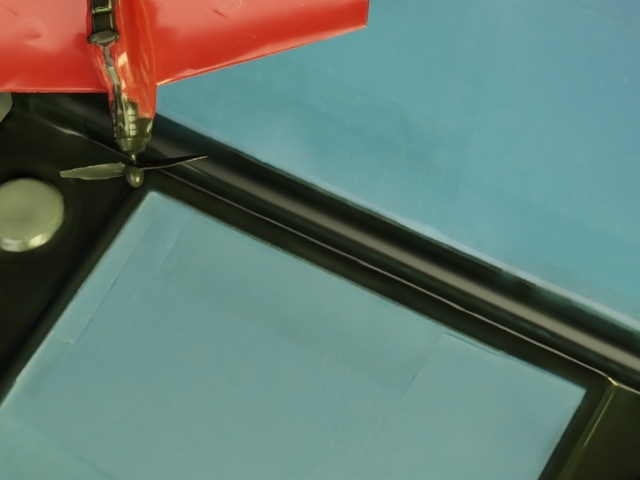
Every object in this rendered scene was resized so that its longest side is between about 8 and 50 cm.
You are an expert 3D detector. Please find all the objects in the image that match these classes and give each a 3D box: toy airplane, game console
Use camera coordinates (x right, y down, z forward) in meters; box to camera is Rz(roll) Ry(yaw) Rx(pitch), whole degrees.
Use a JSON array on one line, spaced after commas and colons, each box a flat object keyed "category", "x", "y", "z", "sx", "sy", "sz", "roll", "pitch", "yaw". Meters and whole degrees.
[{"category": "toy airplane", "x": -0.060, "y": -0.091, "z": 0.587, "sx": 0.151, "sy": 0.028, "sz": 0.151, "roll": -1, "pitch": 87, "yaw": 16}, {"category": "game console", "x": 0.000, "y": 0.000, "z": 0.592, "sx": 0.293, "sy": 0.250, "sz": 0.173, "roll": 24, "pitch": 154, "yaw": 18}]
